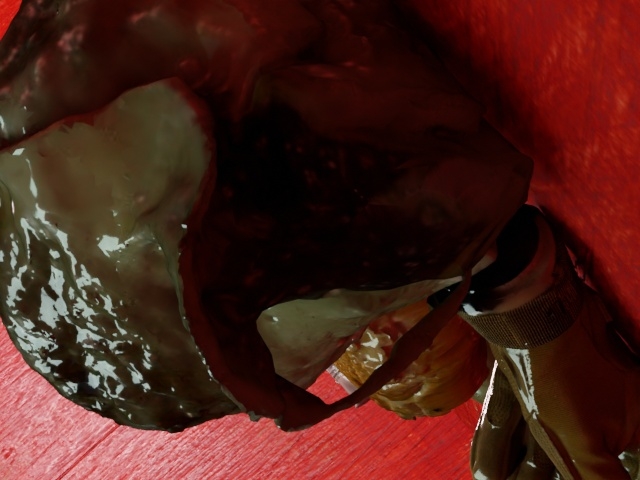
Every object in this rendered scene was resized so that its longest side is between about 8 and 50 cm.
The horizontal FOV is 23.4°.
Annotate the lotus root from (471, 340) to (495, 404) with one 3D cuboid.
[{"bbox_3d":[0.192,0.147,1.903,0.183,0.077,0.090,50,177,11],"label":"lotus root"}]

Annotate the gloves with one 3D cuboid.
[{"bbox_3d":[0.185,0.114,1.211,0.154,0.141,0.331,11,140,40],"label":"gloves"}]

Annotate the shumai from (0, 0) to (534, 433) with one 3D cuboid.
[{"bbox_3d":[-0.022,-0.041,1.054,0.348,0.395,0.395,12,148,48],"label":"shumai"}]

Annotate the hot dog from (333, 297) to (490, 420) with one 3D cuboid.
[{"bbox_3d":[0.031,0.021,1.725,0.367,0.196,0.365,42,177,16],"label":"hot dog"}]

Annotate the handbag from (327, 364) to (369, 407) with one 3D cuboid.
[{"bbox_3d":[0.083,0.119,2.054,0.116,0.205,0.179,48,-151,11],"label":"handbag"}]
